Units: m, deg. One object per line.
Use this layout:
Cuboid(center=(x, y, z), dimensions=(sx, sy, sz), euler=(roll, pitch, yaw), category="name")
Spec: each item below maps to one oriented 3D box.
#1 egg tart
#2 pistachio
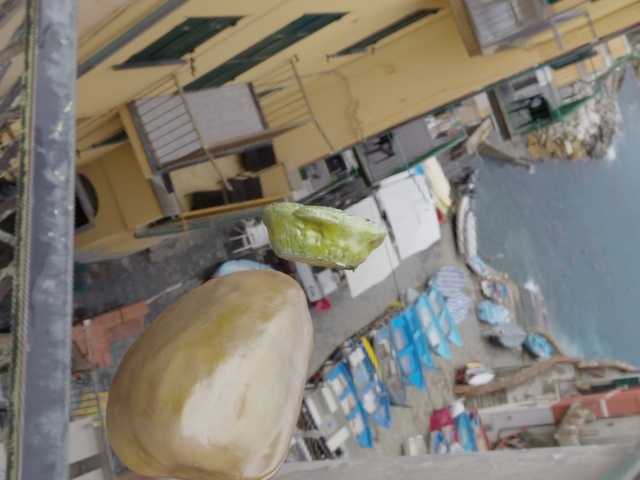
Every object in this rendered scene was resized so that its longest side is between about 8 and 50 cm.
Cuboid(center=(0.000, 0.000, 1.026), dimensions=(0.197, 0.197, 0.078), euler=(21, 78, -45), category="egg tart")
Cuboid(center=(-0.119, 0.144, 0.772), dimensions=(0.213, 0.163, 0.260), euler=(16, 56, 3), category="pistachio")
